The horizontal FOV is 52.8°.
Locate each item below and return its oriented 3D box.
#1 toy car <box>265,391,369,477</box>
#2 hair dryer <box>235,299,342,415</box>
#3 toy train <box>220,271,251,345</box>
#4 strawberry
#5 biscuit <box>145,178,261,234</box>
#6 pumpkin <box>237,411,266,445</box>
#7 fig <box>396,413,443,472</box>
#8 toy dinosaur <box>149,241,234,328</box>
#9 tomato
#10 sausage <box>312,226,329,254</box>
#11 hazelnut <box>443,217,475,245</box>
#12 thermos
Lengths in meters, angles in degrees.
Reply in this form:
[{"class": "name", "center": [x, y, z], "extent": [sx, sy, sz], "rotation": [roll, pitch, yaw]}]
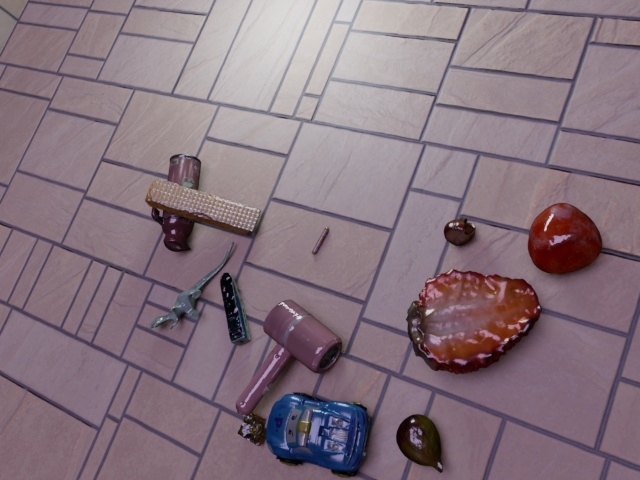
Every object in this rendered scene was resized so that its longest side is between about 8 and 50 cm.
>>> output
[{"class": "toy car", "center": [-0.021, 0.506, 1.713], "extent": [0.314, 0.166, 0.198], "rotation": [4, 69, 27]}, {"class": "hair dryer", "center": [-0.113, 0.366, 1.828], "extent": [0.210, 0.125, 0.352], "rotation": [35, 89, 29]}, {"class": "toy train", "center": [-0.267, 0.207, 2.000], "extent": [0.052, 0.051, 0.234], "rotation": [-25, 59, 14]}, {"class": "strawberry", "center": [0.392, 0.212, 1.651], "extent": [0.336, 0.149, 0.265], "rotation": [-16, 58, 8]}, {"class": "biscuit", "center": [-0.381, -0.110, 2.092], "extent": [0.378, 0.054, 0.094], "rotation": [16, 70, 5]}, {"class": "pumpkin", "center": [-0.187, 0.536, 1.839], "extent": [0.083, 0.054, 0.074], "rotation": [22, 86, 26]}, {"class": "fig", "center": [0.259, 0.512, 1.613], "extent": [0.154, 0.103, 0.109], "rotation": [41, 113, 39]}, {"class": "toy dinosaur", "center": [-0.389, 0.174, 2.051], "extent": [0.383, 0.076, 0.129], "rotation": [-39, 36, 0]}, {"class": "tomato", "center": [0.604, -0.006, 1.622], "extent": [0.187, 0.151, 0.187], "rotation": [-11, 66, 27]}, {"class": "sausage", "center": [0.000, 0.000, 1.974], "extent": [0.015, 0.015, 0.100], "rotation": [26, 84, 30]}, {"class": "hazelnut", "center": [0.382, -0.026, 1.776], "extent": [0.086, 0.086, 0.086], "rotation": [-9, 68, 22]}, {"class": "thermos", "center": [-0.482, -0.125, 2.173], "extent": [0.109, 0.136, 0.330], "rotation": [-7, 68, 27]}]
